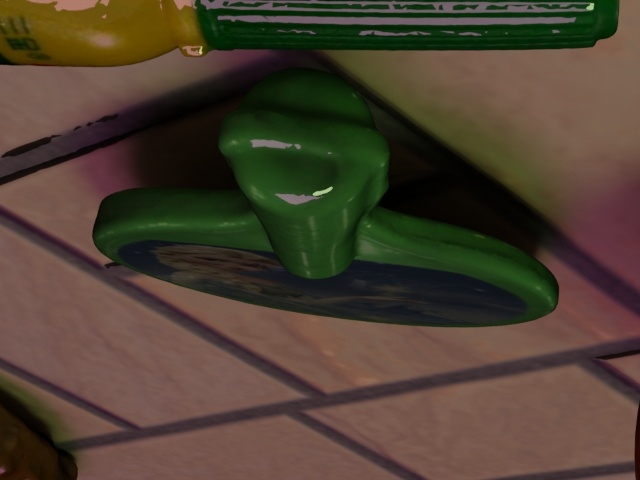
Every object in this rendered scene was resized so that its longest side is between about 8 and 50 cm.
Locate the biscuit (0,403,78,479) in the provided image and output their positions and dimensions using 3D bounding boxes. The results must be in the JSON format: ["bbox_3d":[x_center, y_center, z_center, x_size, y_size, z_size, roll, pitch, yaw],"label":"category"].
[{"bbox_3d":[-0.271,0.113,0.886,0.296,0.075,0.296,9,154,4],"label":"biscuit"}]

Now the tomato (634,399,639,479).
[{"bbox_3d":[0.192,0.066,0.520,0.187,0.151,0.187,10,147,7],"label":"tomato"}]

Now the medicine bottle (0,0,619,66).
[{"bbox_3d":[-0.055,-0.076,0.433,0.261,0.064,0.095,2,171,8],"label":"medicine bottle"}]

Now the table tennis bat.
[{"bbox_3d":[0.000,0.000,0.543,0.161,0.039,0.257,8,168,4],"label":"table tennis bat"}]
